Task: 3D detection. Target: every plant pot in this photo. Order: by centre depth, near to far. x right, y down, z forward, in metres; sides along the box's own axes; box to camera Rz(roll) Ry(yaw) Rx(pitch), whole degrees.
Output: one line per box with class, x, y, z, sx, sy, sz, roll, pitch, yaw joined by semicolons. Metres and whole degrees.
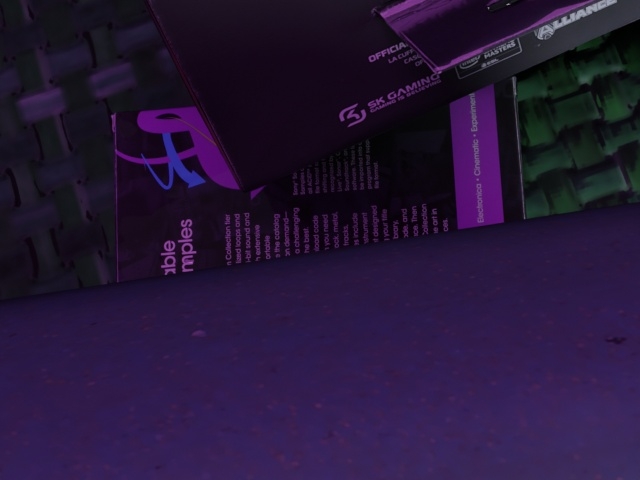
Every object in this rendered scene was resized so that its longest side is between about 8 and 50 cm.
plant pot;-0.003;0.142;0.527;0.334;0.341;0.341;-15;73;-4

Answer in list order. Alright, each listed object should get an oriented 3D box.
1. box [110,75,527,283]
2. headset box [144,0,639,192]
box;0.000;0.000;0.704;0.162;0.029;0.116;-4;74;6
headset box;0.026;-0.163;0.638;0.218;0.110;0.293;-24;44;1
